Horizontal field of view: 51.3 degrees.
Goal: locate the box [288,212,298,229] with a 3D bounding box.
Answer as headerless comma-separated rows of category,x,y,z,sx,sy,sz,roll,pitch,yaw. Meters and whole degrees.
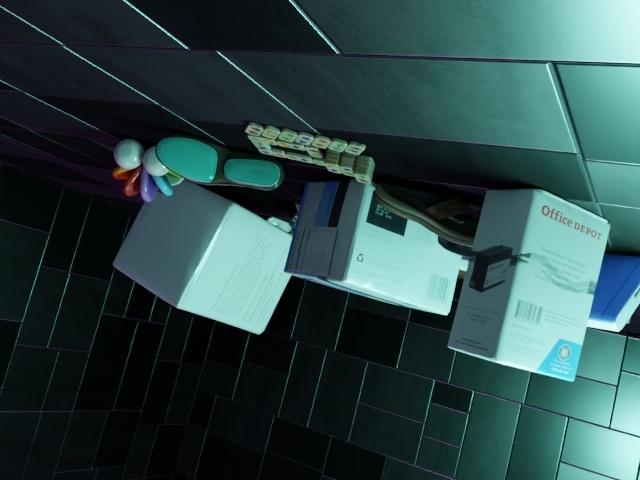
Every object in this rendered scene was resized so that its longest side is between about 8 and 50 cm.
box,0.000,0.000,1.970,0.159,0.044,0.233,34,176,12

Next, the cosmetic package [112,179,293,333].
cosmetic package,-0.324,0.039,2.005,0.329,0.327,0.393,25,177,36

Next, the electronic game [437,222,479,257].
electronic game,0.370,0.007,1.447,0.229,0.048,0.229,4,-164,-1

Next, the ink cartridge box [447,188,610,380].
ink cartridge box,0.387,0.081,1.232,0.223,0.307,0.129,18,174,-31

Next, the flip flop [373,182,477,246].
flip flop,0.243,-0.062,1.348,0.277,0.080,0.112,26,-163,6

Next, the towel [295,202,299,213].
towel,-0.010,-0.057,1.928,0.148,0.027,0.110,37,175,7

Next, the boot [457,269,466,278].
boot,0.523,0.074,1.972,0.264,0.096,0.280,23,164,-10

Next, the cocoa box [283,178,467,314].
cocoa box,0.132,0.016,1.551,0.347,0.231,0.228,19,171,-37

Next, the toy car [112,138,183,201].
toy car,-0.432,-0.166,1.664,0.182,0.136,0.159,14,173,7

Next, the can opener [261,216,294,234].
can opener,-0.107,-0.031,2.446,0.280,0.074,0.093,22,-155,-37

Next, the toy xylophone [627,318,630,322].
toy xylophone,0.885,0.212,2.209,0.236,0.081,0.322,17,173,-22

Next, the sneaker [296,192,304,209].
sneaker,-0.028,-0.093,1.715,0.077,0.072,0.178,25,168,2

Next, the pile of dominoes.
pile of dominoes,-0.025,-0.160,1.267,0.251,0.040,0.196,13,173,12

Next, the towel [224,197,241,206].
towel,-0.317,-0.116,2.321,0.102,0.021,0.237,14,174,7

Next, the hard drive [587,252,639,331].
hard drive,0.574,0.102,1.522,0.318,0.210,0.040,5,132,54

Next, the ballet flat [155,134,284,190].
ballet flat,-0.218,-0.162,1.459,0.280,0.095,0.096,15,-175,-4

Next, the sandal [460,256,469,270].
sandal,0.423,0.028,1.587,0.169,0.102,0.416,-9,-158,-33
